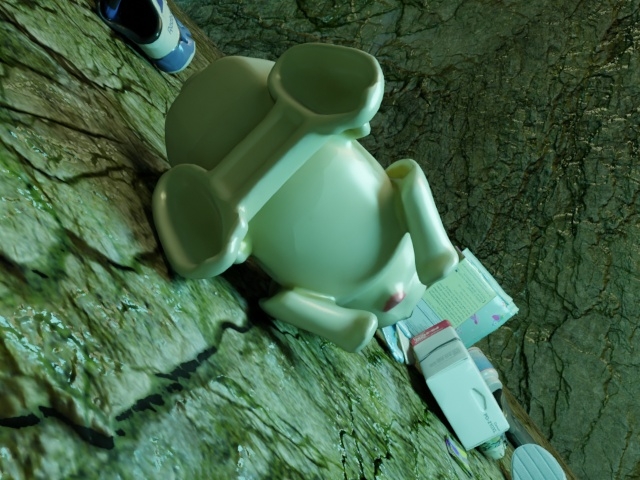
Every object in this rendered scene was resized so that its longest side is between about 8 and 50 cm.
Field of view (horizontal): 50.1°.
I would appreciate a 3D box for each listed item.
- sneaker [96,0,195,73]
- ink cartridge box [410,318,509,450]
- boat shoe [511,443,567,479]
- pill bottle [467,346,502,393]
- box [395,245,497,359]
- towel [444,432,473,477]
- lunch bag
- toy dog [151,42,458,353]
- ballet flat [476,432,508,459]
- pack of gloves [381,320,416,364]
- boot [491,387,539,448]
[{"bbox_3d":[-0.385,-0.497,1.379,0.315,0.127,0.182,53,6,13],"label":"sneaker"},{"bbox_3d":[0.279,0.287,1.401,0.172,0.100,0.237,59,6,-9],"label":"ink cartridge box"},{"bbox_3d":[0.472,0.556,1.382,0.302,0.109,0.094,-105,171,-52],"label":"boat shoe"},{"bbox_3d":[0.524,0.431,2.237,0.087,0.087,0.160,44,10,-38],"label":"pill bottle"},{"bbox_3d":[0.283,0.145,1.659,0.117,0.243,0.213,49,8,-2],"label":"box"},{"bbox_3d":[0.243,0.376,1.199,0.060,0.009,0.083,48,8,-4],"label":"towel"},{"bbox_3d":[0.369,0.171,1.840,0.223,0.262,0.160,52,32,8],"label":"lunch bag"},{"bbox_3d":[-0.013,-0.022,0.885,0.395,0.285,0.408,32,-9,45],"label":"toy dog"},{"bbox_3d":[0.372,0.436,1.465,0.070,0.070,0.188,53,12,22],"label":"ballet flat"},{"bbox_3d":[0.158,0.142,1.428,0.195,0.046,0.232,22,49,-67],"label":"pack of gloves"},{"bbox_3d":[0.578,0.554,2.009,0.208,0.076,0.190,42,23,-5],"label":"boot"}]
